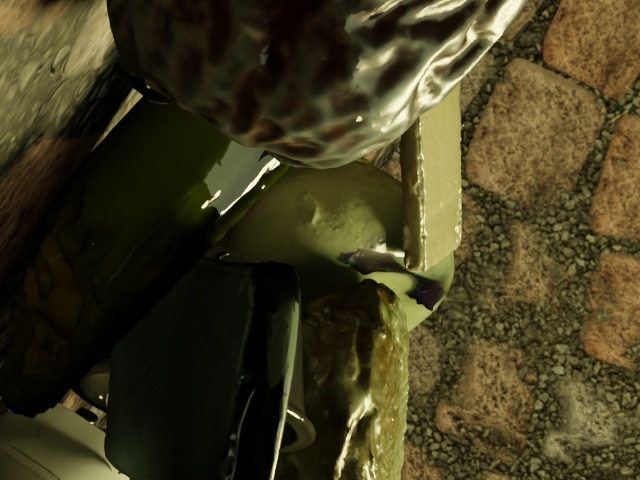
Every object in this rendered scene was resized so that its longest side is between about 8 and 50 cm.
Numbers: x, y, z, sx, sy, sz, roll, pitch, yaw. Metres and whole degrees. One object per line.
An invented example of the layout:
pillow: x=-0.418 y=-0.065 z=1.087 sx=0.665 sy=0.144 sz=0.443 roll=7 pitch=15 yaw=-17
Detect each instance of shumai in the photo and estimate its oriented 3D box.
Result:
shumai: x=-0.048 y=0.181 z=2.022 sx=0.309 sy=0.263 sz=0.304 roll=63 pitch=33 yaw=-74

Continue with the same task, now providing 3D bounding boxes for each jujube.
jujube: x=0.024 y=-0.187 z=1.059 sx=0.317 sy=0.226 sz=0.226 roll=-52 pitch=176 yaw=4

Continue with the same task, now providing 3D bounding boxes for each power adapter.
power adapter: x=-0.251 y=0.229 z=1.581 sx=0.187 sy=0.124 sz=0.255 roll=-56 pitch=177 yaw=7

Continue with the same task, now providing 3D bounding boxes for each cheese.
cheese: x=0.111 y=-0.162 z=1.986 sx=0.085 sy=0.034 sz=0.400 roll=-26 pitch=121 yaw=-48

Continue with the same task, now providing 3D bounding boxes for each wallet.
wallet: x=-0.093 y=0.101 z=1.393 sx=0.379 sy=0.046 sz=0.190 roll=-172 pitch=-93 yaw=-72

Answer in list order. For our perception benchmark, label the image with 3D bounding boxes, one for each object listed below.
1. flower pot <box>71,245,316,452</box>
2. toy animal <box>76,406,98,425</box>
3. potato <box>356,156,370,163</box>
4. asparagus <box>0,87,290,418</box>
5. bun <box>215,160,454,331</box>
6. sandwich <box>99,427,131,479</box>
flower pot: x=-0.102 y=0.093 z=1.819 sx=0.235 sy=0.235 sz=0.148 roll=111 pitch=-6 yaw=-71
toy animal: x=-0.240 y=0.249 z=2.013 sx=0.137 sy=0.082 sz=0.269 roll=-63 pitch=-172 yaw=11
potato: x=-0.014 y=-0.038 z=2.451 sx=0.225 sy=0.090 sz=0.117 roll=-45 pitch=175 yaw=-38
asparagus: x=-0.098 y=-0.041 z=1.296 sx=0.382 sy=0.108 sz=0.128 roll=-47 pitch=169 yaw=0
bun: x=0.000 y=0.000 z=2.172 sx=0.293 sy=0.293 sz=0.187 roll=118 pitch=-29 yaw=-54
sandwich: x=-0.203 y=0.260 z=1.768 sx=0.292 sy=0.212 sz=0.109 roll=-43 pitch=144 yaw=-33
